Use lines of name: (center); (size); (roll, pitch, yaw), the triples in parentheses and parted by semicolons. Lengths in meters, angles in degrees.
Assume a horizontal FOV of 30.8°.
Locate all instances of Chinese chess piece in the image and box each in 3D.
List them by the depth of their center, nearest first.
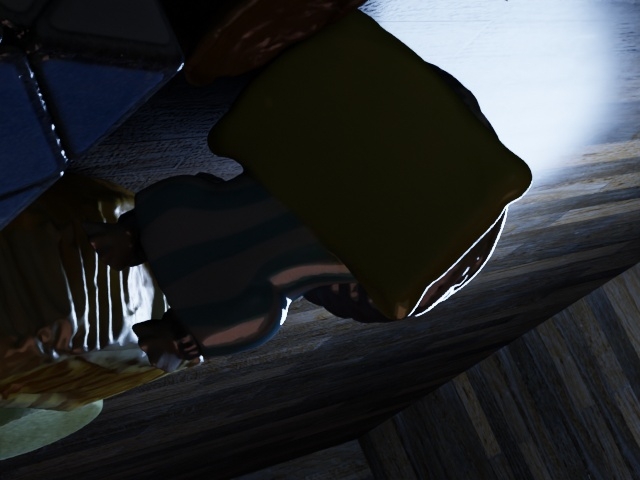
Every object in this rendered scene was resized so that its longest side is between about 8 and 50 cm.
Chinese chess piece: (-0.413, 0.224, 1.575); (0.237, 0.092, 0.238); (-22, 164, -7)

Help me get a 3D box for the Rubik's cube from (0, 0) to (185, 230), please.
Rubik's cube: (-0.228, -0.122, 0.563); (0.205, 0.207, 0.205); (-34, 160, 34)

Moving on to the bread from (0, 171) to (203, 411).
bread: (-0.245, 0.056, 1.153); (0.236, 0.183, 0.388); (-22, 167, 4)

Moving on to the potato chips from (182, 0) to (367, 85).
potato chips: (-0.029, -0.189, 0.905); (0.201, 0.049, 0.150); (-38, 163, 34)

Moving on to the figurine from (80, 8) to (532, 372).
figurine: (0.000, 0.000, 1.129); (0.361, 0.266, 0.378); (-28, 165, -4)
